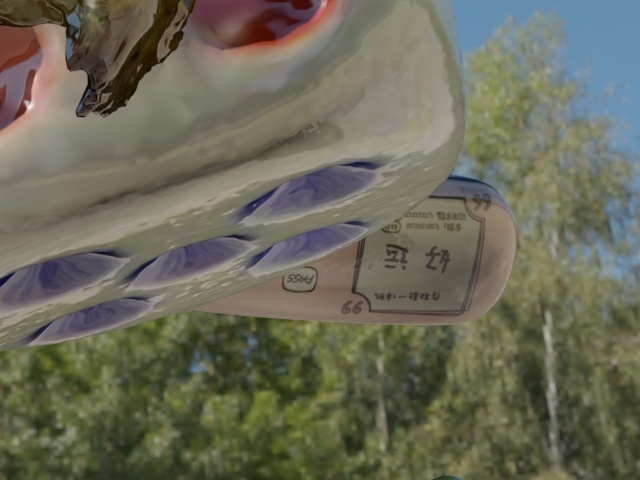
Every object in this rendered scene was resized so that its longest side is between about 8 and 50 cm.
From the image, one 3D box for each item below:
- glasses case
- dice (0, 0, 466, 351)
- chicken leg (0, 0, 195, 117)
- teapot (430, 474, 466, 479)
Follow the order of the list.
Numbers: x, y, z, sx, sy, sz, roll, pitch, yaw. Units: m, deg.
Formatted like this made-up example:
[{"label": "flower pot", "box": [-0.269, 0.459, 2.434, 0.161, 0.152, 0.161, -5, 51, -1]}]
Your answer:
[{"label": "glasses case", "box": [0.000, 0.000, 1.103, 0.314, 0.122, 0.075, 5, 20, -13]}, {"label": "dice", "box": [-0.107, -0.109, 0.757, 0.304, 0.277, 0.304, -17, -14, -5]}, {"label": "chicken leg", "box": [-0.136, -0.119, 0.451, 0.211, 0.361, 0.140, 44, -47, -9]}, {"label": "teapot", "box": [0.175, 0.260, 0.615, 0.239, 0.239, 0.321, 7, -25, 39]}]
